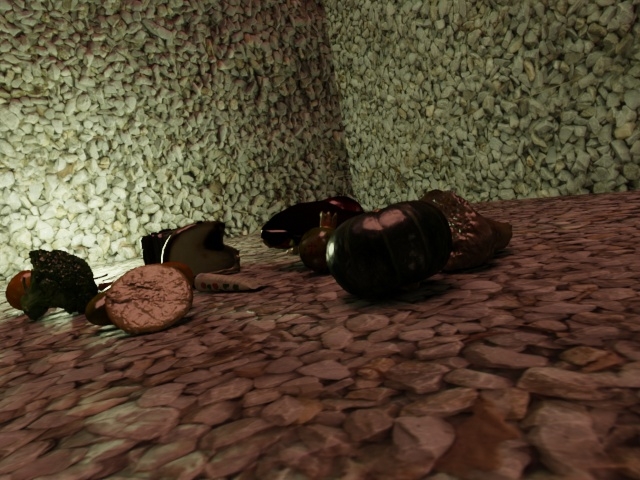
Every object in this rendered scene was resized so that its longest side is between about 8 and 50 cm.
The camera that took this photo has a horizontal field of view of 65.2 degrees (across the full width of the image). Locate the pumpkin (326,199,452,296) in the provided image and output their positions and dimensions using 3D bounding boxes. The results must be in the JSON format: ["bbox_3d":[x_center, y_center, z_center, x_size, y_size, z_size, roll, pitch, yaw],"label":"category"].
[{"bbox_3d":[0.162,0.025,1.162,0.300,0.207,0.300,-22,-2,-1],"label":"pumpkin"}]

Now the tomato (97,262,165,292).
[{"bbox_3d":[-0.633,0.151,1.718,0.236,0.095,0.237,-12,9,2],"label":"tomato"}]

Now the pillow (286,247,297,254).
[{"bbox_3d":[-0.034,0.035,2.127,0.126,0.043,0.232,-22,15,-42],"label":"pillow"}]

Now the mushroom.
[{"bbox_3d":[-0.463,0.038,1.922,0.291,0.218,0.212,-11,3,-12],"label":"mushroom"}]

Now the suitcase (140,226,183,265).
[{"bbox_3d":[-0.653,0.046,2.213,0.128,0.202,0.312,-8,6,17],"label":"suitcase"}]

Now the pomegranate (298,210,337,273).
[{"bbox_3d":[0.012,0.008,1.596,0.159,0.205,0.159,9,-17,3],"label":"pomegranate"}]

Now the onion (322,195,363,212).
[{"bbox_3d":[0.088,-0.085,2.449,0.273,0.285,0.273,-15,-31,-9],"label":"onion"}]

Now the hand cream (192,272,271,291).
[{"bbox_3d":[-0.289,0.134,1.555,0.276,0.059,0.095,0,8,29],"label":"hand cream"}]

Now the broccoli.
[{"bbox_3d":[-0.853,0.148,1.620,0.241,0.261,0.269,-34,52,-11],"label":"broccoli"}]

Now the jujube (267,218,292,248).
[{"bbox_3d":[-0.160,-0.046,2.446,0.250,0.174,0.174,-15,2,35],"label":"jujube"}]

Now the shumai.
[{"bbox_3d":[0.396,0.004,1.412,0.283,0.217,0.346,24,-2,-32],"label":"shumai"}]

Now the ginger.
[{"bbox_3d":[0.000,0.000,1.859,0.358,0.211,0.413,13,29,40],"label":"ginger"}]

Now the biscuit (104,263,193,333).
[{"bbox_3d":[-0.422,0.140,1.234,0.219,0.033,0.220,3,45,-3],"label":"biscuit"}]

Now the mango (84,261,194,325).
[{"bbox_3d":[-0.476,0.145,1.334,0.289,0.129,0.146,-17,35,-27],"label":"mango"}]

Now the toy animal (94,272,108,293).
[{"bbox_3d":[-0.968,0.184,1.979,0.259,0.087,0.243,-9,4,-30],"label":"toy animal"}]

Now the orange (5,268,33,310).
[{"bbox_3d":[-1.060,0.185,1.829,0.136,0.159,0.159,30,16,11],"label":"orange"}]
